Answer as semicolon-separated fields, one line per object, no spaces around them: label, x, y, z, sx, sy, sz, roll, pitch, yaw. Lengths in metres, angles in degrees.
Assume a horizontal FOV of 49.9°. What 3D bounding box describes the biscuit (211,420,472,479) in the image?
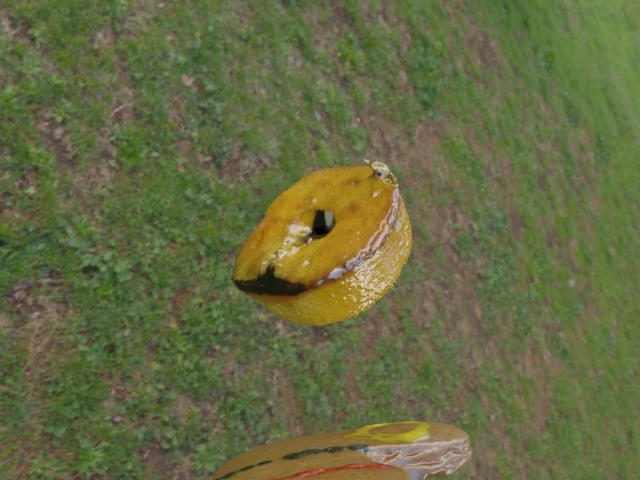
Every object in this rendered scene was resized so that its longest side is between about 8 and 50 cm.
biscuit;0.023;0.218;0.640;0.277;0.262;0.052;57;24;-87

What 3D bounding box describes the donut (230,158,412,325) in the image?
donut;0.002;0.000;0.891;0.118;0.253;0.254;55;36;-36
